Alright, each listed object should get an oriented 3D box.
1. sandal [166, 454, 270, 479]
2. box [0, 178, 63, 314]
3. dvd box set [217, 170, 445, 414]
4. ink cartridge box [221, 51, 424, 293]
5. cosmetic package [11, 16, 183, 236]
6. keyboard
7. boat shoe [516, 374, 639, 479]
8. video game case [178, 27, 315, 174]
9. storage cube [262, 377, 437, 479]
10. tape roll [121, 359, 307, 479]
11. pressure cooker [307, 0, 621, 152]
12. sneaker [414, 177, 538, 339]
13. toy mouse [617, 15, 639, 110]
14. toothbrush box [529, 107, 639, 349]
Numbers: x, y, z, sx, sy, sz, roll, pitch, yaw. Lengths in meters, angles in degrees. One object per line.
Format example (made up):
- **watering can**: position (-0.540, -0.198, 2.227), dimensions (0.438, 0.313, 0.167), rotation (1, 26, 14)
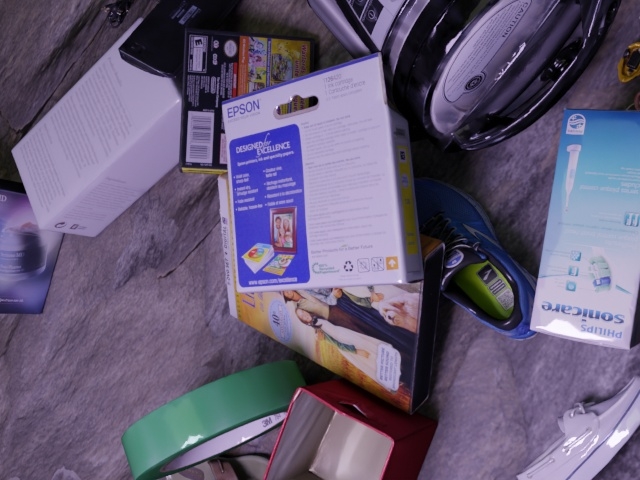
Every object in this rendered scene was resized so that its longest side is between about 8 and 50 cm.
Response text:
- **sandal**: position (-0.195, 0.467, 1.257), dimensions (0.302, 0.086, 0.120), rotation (-2, 84, 29)
- **box**: position (-0.776, 0.006, 1.515), dimensions (0.182, 0.296, 0.294), rotation (18, 94, 30)
- **dvd box set**: position (0.001, 0.074, 1.107), dimensions (0.420, 0.062, 0.308), rotation (24, 128, 33)
- **ink cartridge box**: position (-0.008, -0.082, 0.967), dimensions (0.303, 0.072, 0.307), rotation (-6, 86, 37)
- **cosmetic package**: position (-0.445, -0.230, 1.432), dimensions (0.453, 0.161, 0.230), rotation (-36, 68, 22)
- **keyboard**: position (-0.301, -0.463, 1.323), dimensions (0.201, 0.033, 0.317), rotation (29, 60, -1)
- **boat shoe**: position (0.382, 0.279, 0.948), dimensions (0.084, 0.095, 0.258), rotation (40, 103, 22)
- **video game case**: position (-0.138, -0.259, 1.256), dimensions (0.248, 0.035, 0.275), rotation (2, 84, -8)
- **storage cube**: position (0.049, 0.352, 1.072), dimensions (0.183, 0.193, 0.215), rotation (22, 96, 29)
- **tape roll**: position (-0.172, 0.310, 1.127), dimensions (0.321, 0.321, 0.077), rotation (-33, 70, 22)
- **pressure cooker**: position (0.215, -0.359, 0.959), dimensions (0.375, 0.370, 0.420), rotation (-33, 68, -6)
- **sneaker**: position (0.223, 0.014, 1.037), dimensions (0.130, 0.147, 0.330), rotation (-48, 64, 16)
- **toy mouse**: position (0.510, -0.236, 0.968), dimensions (0.143, 0.031, 0.161), rotation (26, 97, 29)
- **toothbrush box**: position (0.392, -0.010, 0.905), dimensions (0.126, 0.216, 0.296), rotation (10, 89, 30)
